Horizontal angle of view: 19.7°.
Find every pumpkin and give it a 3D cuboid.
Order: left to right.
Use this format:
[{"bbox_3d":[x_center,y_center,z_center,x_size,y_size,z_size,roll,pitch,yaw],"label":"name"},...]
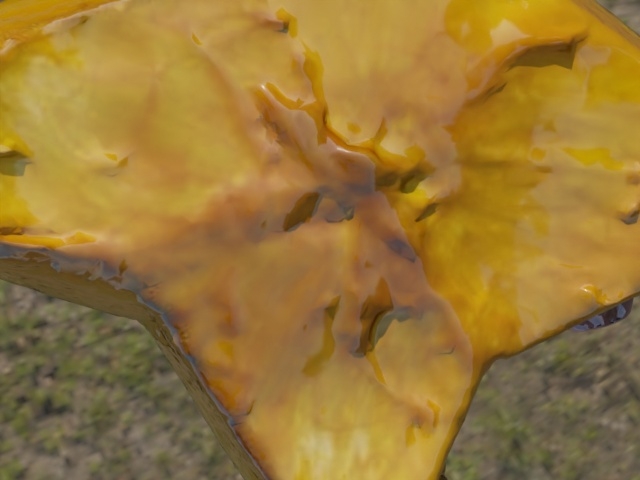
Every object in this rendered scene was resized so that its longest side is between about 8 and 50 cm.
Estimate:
[{"bbox_3d":[0.001,-0.027,0.623,0.258,0.095,0.290,-47,111,-5],"label":"pumpkin"}]

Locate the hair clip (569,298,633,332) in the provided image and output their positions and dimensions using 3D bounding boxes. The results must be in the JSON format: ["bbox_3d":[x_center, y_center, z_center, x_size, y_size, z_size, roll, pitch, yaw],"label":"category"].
[{"bbox_3d":[0.159,-0.023,1.075,0.102,0.123,0.138,-41,62,63],"label":"hair clip"}]
